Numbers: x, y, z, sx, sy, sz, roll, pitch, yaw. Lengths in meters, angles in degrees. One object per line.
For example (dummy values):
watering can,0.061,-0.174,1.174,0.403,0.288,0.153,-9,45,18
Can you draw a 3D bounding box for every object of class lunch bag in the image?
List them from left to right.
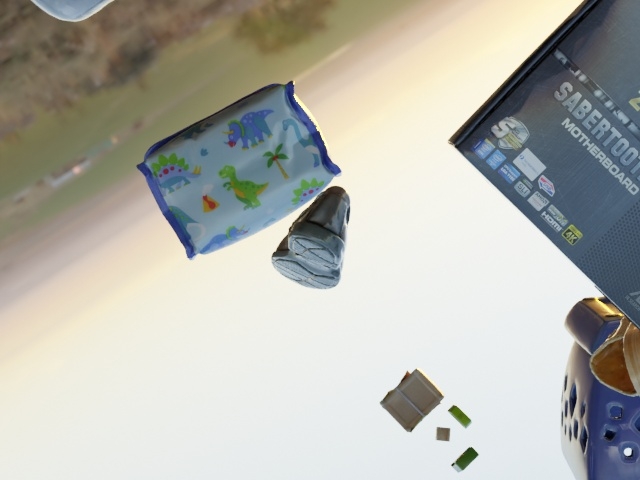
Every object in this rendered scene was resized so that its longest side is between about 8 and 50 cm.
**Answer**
lunch bag,-0.058,-0.052,1.032,0.129,0.096,0.151,-28,179,0

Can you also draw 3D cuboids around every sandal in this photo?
sandal,0.292,0.109,1.328,0.079,0.088,0.240,-20,178,20

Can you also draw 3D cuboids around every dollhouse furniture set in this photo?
dollhouse furniture set,0.156,0.251,1.933,0.076,0.152,0.058,-44,173,-7

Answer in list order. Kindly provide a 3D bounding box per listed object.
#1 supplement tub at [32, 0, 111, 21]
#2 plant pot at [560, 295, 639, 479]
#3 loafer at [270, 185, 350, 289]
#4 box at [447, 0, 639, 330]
supplement tub,-0.162,-0.376,1.296,0.338,0.207,0.207,-34,-176,12
plant pot,0.414,0.176,1.693,0.236,0.212,0.236,-5,-173,1
loafer,0.000,0.000,1.812,0.084,0.096,0.267,-65,-177,-14
box,0.244,-0.062,1.086,0.183,0.233,0.059,-45,-173,4
